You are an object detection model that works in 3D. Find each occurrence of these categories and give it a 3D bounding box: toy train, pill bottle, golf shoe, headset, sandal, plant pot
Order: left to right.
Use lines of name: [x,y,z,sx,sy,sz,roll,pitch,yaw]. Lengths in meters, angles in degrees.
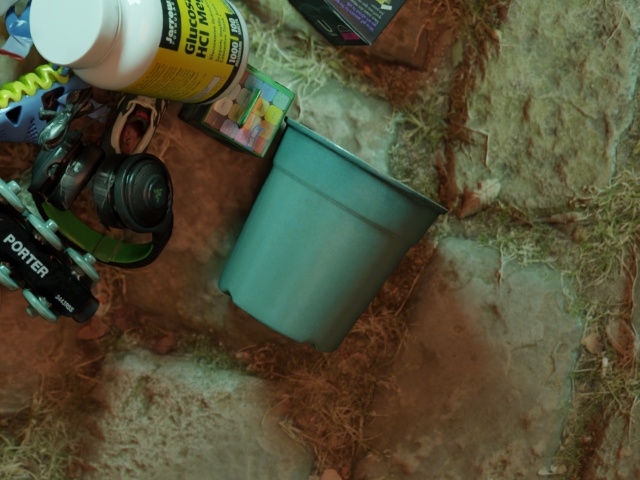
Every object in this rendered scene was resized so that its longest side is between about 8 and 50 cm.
toy train: [-0.500,0.004,1.618,0.142,0.190,0.334,-45,121,-9]
sandal: [-0.478,-0.211,1.646,0.317,0.126,0.138,-31,114,-14]
headset: [-0.371,-0.081,1.583,0.243,0.394,0.185,19,50,10]
pill bottle: [-0.273,-0.317,1.511,0.334,0.188,0.188,-3,103,-60]
golf shoe: [-0.303,-0.244,1.713,0.105,0.120,0.273,19,90,-23]
plant pot: [0.000,0.000,1.790,0.341,0.341,0.334,28,96,-25]

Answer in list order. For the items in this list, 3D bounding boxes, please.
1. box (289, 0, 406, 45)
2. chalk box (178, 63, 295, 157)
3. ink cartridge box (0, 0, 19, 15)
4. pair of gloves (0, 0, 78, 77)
box: [0.093,-0.503,1.808,0.143,0.165,0.270,42,83,-24]
chalk box: [-0.142,-0.235,1.729,0.132,0.213,0.132,29,88,-26]
ink cartridge box: [-0.628,-0.411,1.493,0.307,0.072,0.303,-46,146,-12]
pair of gloves: [-0.437,-0.342,1.622,0.198,0.023,0.159,15,56,7]
